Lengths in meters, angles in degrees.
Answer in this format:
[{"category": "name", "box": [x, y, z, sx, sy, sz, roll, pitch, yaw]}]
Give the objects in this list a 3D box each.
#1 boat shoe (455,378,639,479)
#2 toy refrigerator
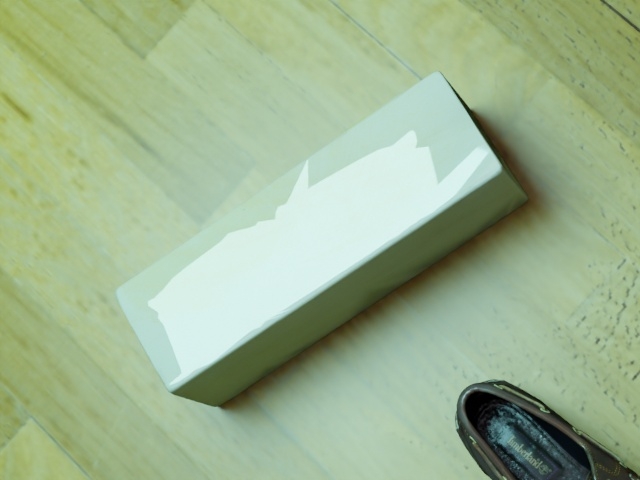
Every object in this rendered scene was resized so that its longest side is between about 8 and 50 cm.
[{"category": "boat shoe", "box": [0.169, 0.168, 1.233, 0.207, 0.073, 0.073, 37, 85, 18]}, {"category": "toy refrigerator", "box": [0.000, 0.000, 1.299, 0.269, 0.102, 0.094, -34, 72, 8]}]
